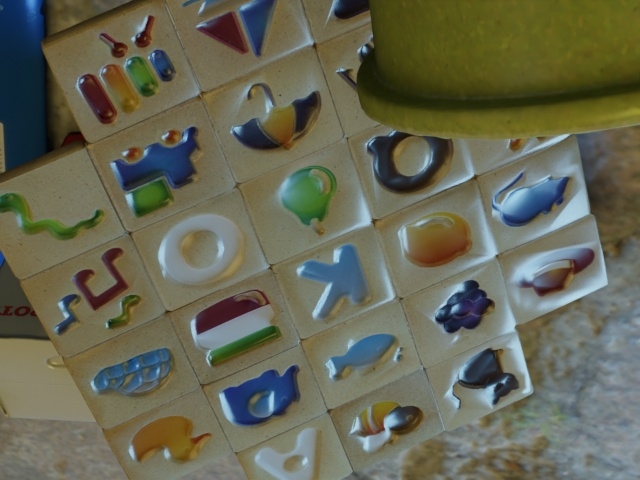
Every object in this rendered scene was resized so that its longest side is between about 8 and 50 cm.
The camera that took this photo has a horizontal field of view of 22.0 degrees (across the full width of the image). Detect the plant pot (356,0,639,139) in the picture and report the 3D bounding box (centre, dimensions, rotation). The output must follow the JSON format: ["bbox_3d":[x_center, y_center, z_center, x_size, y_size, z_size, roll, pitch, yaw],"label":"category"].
[{"bbox_3d":[0.113,-0.204,0.602,0.276,0.276,0.254,-8,109,24],"label":"plant pot"}]

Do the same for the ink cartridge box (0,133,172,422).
[{"bbox_3d":[-0.109,0.019,0.948,0.127,0.175,0.072,2,134,16],"label":"ink cartridge box"}]

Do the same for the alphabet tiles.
[{"bbox_3d":[0.000,0.000,0.830,0.285,0.011,0.342,-24,132,-4],"label":"alphabet tiles"}]

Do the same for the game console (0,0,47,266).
[{"bbox_3d":[-0.307,-0.089,1.010,0.250,0.173,0.293,-10,139,-17],"label":"game console"}]
